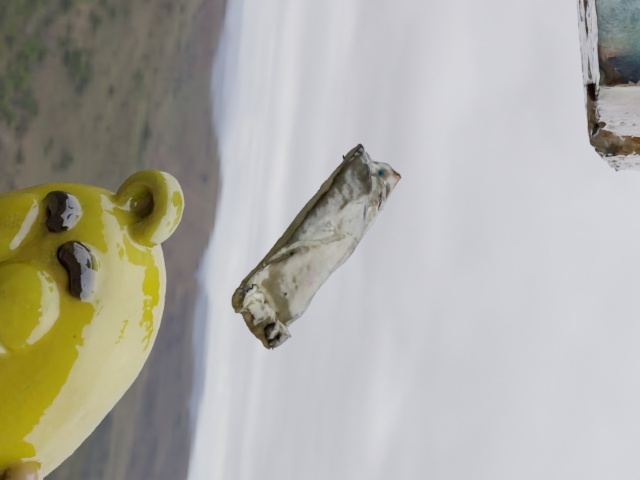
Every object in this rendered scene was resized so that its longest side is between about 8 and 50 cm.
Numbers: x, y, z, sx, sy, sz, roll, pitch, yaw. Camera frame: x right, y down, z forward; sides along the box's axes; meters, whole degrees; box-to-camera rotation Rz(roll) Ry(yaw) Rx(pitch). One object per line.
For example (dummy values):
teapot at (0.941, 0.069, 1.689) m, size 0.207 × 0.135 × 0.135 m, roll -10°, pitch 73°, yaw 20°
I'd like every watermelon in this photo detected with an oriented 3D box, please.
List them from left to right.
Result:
watermelon at (0.275, -0.158, 0.972) m, size 0.322 × 0.175 × 0.188 m, roll 21°, pitch 66°, yaw -81°

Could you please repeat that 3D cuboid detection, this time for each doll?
doll at (-0.280, 0.097, 1.011) m, size 0.348 × 0.161 × 0.423 m, roll 29°, pitch -82°, yaw 44°

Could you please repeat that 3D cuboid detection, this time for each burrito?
burrito at (-0.001, 0.000, 0.955) m, size 0.171 × 0.051 × 0.042 m, roll -51°, pitch -161°, yaw -20°
